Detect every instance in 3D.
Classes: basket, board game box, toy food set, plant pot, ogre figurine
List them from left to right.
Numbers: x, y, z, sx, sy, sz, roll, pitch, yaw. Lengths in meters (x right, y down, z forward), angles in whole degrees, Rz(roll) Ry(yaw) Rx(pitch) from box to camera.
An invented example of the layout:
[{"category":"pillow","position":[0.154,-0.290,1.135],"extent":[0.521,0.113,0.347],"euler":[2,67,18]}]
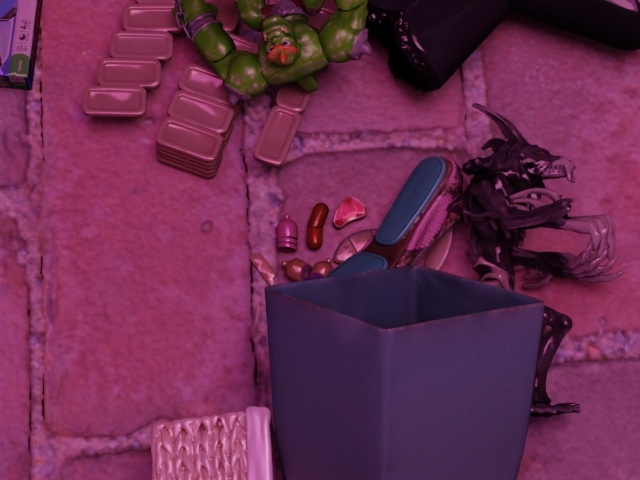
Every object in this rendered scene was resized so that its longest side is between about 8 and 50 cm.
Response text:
[{"category":"board game box","position":[-0.328,-0.244,1.574],"extent":[0.136,0.035,0.201],"euler":[3,73,-1]},{"category":"basket","position":[-0.086,0.232,1.404],"extent":[0.103,0.113,0.167],"euler":[-4,73,-1]},{"category":"ogre figurine","position":[-0.030,-0.199,1.513],"extent":[0.197,0.097,0.118],"euler":[-15,76,-4]},{"category":"toy food set","position":[0.000,0.000,1.522],"extent":[0.122,0.019,0.078],"euler":[-35,78,-11]},{"category":"plant pot","position":[0.066,0.157,1.369],"extent":[0.165,0.165,0.234],"euler":[-8,104,-35]}]

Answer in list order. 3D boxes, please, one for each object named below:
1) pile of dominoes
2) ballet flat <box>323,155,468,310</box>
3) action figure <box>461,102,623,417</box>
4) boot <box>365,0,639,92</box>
[{"category":"pile of dominoes","position":[-0.093,-0.182,1.577],"extent":[0.196,0.040,0.251],"euler":[19,66,4]},{"category":"ballet flat","position":[0.065,0.025,1.493],"extent":[0.221,0.077,0.079],"euler":[-51,121,-14]},{"category":"action figure","position":[0.193,0.015,1.459],"extent":[0.140,0.164,0.276],"euler":[-4,83,17]},{"category":"boot","position":[0.166,-0.204,1.548],"extent":[0.246,0.094,0.207],"euler":[39,72,16]}]
